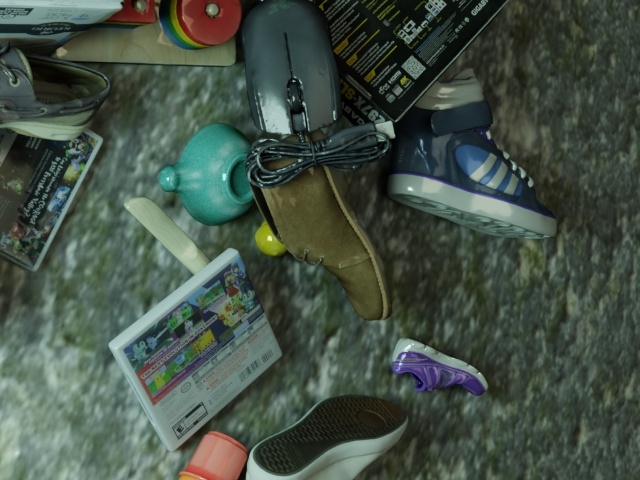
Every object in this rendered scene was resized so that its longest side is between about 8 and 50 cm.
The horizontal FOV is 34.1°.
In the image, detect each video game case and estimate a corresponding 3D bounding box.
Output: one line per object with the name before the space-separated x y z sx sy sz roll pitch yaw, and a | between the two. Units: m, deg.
video game case | -0.150 0.137 1.312 0.201 0.023 0.183 -39 128 -26
video game case | -0.369 -0.085 1.227 0.173 0.022 0.190 34 66 -28

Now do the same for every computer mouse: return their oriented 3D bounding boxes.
computer mouse | -0.027 -0.209 1.305 0.188 0.072 0.272 -14 66 -2

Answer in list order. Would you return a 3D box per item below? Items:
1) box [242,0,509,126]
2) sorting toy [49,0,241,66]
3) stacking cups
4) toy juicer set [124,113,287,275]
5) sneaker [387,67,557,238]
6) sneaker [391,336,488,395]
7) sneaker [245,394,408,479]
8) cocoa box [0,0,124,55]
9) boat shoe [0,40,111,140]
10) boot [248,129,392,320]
box | 0.088 -0.330 1.497 0.257 0.079 0.322 41 61 0
sorting toy | -0.208 -0.354 1.308 0.255 0.089 0.257 -5 95 -35
stacking cups | -0.181 0.388 1.273 0.096 0.096 0.316 44 59 -24
toy juicer set | -0.118 -0.054 1.374 0.329 0.089 0.209 -42 127 -34
sneaker | 0.253 -0.144 1.609 0.323 0.130 0.236 16 80 -28
sneaker | 0.175 0.201 1.571 0.170 0.068 0.071 24 86 -22
sneaker | 0.002 0.300 1.424 0.290 0.106 0.123 -14 128 -44
cocoa box | -0.419 -0.325 1.087 0.347 0.228 0.231 -8 88 -36
boat shoe | -0.348 -0.172 1.136 0.285 0.092 0.103 3 53 -55
boot | 0.000 0.000 1.390 0.115 0.112 0.305 -36 118 -18
